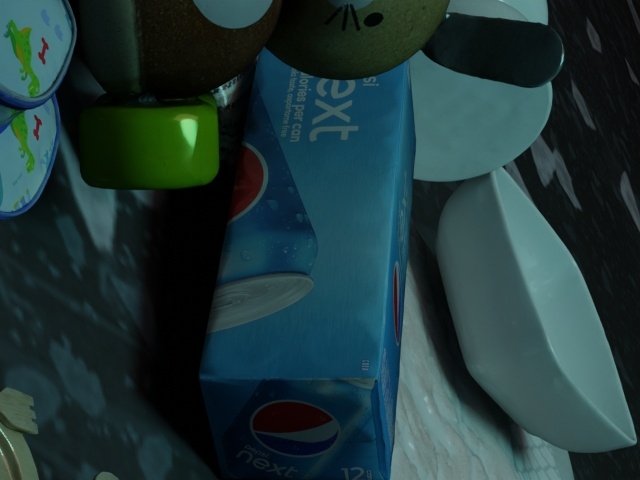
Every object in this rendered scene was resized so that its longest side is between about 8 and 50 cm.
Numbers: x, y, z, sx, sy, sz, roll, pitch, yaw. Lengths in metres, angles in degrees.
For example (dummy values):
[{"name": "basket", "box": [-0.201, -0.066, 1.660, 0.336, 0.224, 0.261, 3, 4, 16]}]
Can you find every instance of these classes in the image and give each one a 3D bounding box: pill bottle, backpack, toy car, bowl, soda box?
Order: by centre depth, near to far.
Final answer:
[{"name": "backpack", "box": [-0.125, -0.057, 0.493, 0.114, 0.084, 0.105, 59, 22, -25]}, {"name": "toy car", "box": [0.002, -0.105, 0.628, 0.149, 0.188, 0.155, -114, -158, -81]}, {"name": "soda box", "box": [0.000, 0.000, 0.698, 0.210, 0.071, 0.067, -83, 169, -45]}, {"name": "bowl", "box": [0.110, 0.042, 0.880, 0.142, 0.053, 0.142, 44, 27, -49]}, {"name": "pill bottle", "box": [0.057, -0.143, 0.891, 0.121, 0.121, 0.221, 47, 24, -41]}]

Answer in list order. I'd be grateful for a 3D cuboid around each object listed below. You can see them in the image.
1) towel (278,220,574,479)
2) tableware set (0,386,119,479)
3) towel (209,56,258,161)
[{"name": "towel", "box": [0.067, 0.127, 0.817, 0.317, 0.053, 0.331, 48, 25, -39]}, {"name": "tableware set", "box": [-0.078, 0.122, 0.493, 0.141, 0.020, 0.168, 46, 28, -43]}, {"name": "towel", "box": [-0.098, -0.233, 0.816, 0.324, 0.056, 0.312, 58, 21, -18]}]
